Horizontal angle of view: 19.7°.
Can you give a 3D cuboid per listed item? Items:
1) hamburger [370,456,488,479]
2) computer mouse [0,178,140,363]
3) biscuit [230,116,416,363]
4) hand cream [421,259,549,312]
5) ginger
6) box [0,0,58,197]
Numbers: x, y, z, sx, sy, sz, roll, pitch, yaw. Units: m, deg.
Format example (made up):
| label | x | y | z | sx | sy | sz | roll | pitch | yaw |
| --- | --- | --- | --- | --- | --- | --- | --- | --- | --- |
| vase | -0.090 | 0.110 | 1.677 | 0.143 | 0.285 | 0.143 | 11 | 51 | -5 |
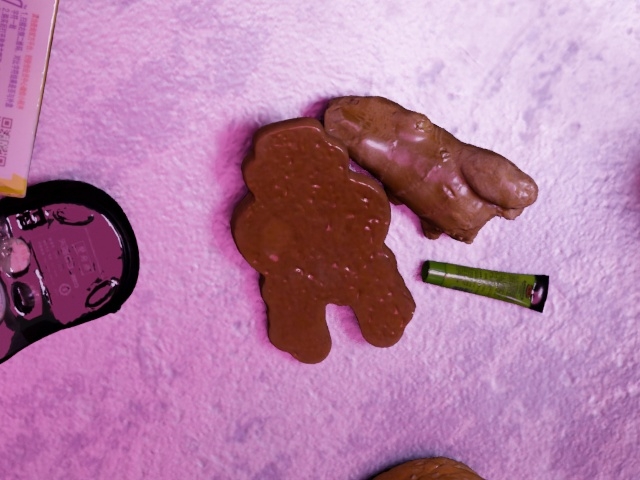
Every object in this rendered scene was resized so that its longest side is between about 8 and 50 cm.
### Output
| label | x | y | z | sx | sy | sz | roll | pitch | yaw |
| --- | --- | --- | --- | --- | --- | --- | --- | --- | --- |
| hamburger | 0.101 | 0.285 | 1.657 | 0.155 | 0.208 | 0.135 | -40 | 107 | 3 |
| computer mouse | -0.275 | 0.031 | 1.608 | 0.233 | 0.096 | 0.137 | -16 | 107 | -11 |
| biscuit | -0.004 | 0.000 | 1.653 | 0.144 | 0.040 | 0.236 | -16 | 113 | 0 |
| hand cream | 0.154 | 0.039 | 1.718 | 0.122 | 0.023 | 0.036 | 11 | 86 | -13 |
| ginger | 0.095 | -0.062 | 1.664 | 0.205 | 0.115 | 0.081 | 28 | 76 | 10 |
| box | -0.270 | -0.179 | 1.538 | 0.097 | 0.168 | 0.265 | 10 | 96 | -9 |
